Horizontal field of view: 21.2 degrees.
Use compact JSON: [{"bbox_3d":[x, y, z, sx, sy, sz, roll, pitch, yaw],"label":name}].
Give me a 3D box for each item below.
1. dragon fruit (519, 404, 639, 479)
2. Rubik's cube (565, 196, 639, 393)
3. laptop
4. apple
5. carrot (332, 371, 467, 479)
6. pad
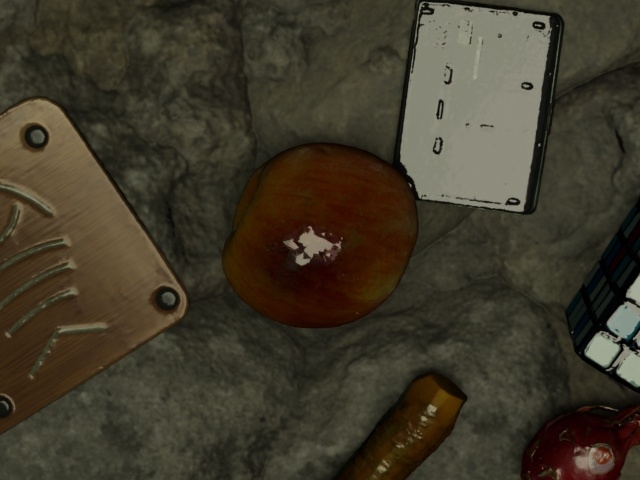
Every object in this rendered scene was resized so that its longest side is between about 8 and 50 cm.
[{"bbox_3d":[0.289,0.203,1.747,0.190,0.094,0.094,-32,97,5],"label":"dragon fruit"},{"bbox_3d":[0.365,0.063,1.663,0.184,0.182,0.187,33,102,-2],"label":"Rubik's cube"},{"bbox_3d":[0.157,-0.133,1.718,0.153,0.026,0.207,8,101,3],"label":"laptop"},{"bbox_3d":[0.000,0.000,1.697,0.173,0.160,0.195,24,115,-14],"label":"apple"},{"bbox_3d":[0.054,0.247,1.779,0.070,0.070,0.260,37,102,-4],"label":"carrot"},{"bbox_3d":[-0.323,0.030,1.793,0.286,0.018,0.284,-32,97,8],"label":"pad"}]
